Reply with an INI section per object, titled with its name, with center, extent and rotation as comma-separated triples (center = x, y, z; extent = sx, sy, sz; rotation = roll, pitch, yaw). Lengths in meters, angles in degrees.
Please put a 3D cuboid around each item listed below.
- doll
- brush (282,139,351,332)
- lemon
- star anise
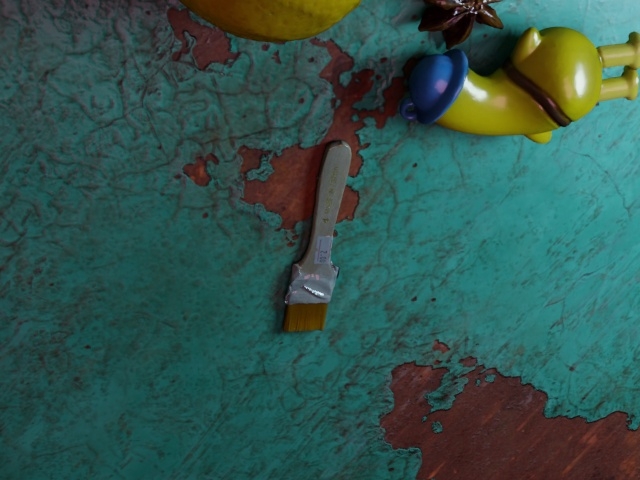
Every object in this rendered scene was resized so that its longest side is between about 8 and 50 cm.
[doll]
center = 0.294, -0.218, 1.429
extent = 0.362, 0.145, 0.199
rotation = -10, 125, -4
[brush]
center = 0.000, 0.000, 1.528
extent = 0.085, 0.020, 0.337
rotation = 1, 117, -17
[lemon]
center = -0.069, -0.359, 1.191
extent = 0.263, 0.236, 0.236
rotation = -14, 124, -35
[star anise]
center = 0.207, -0.344, 1.381
extent = 0.167, 0.057, 0.168
rotation = -7, 118, -12
